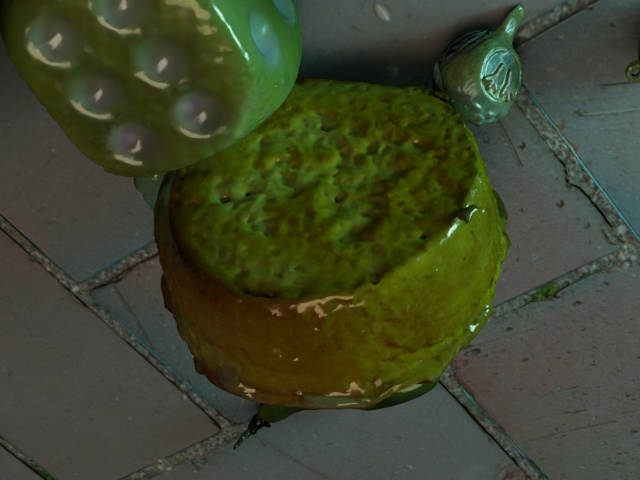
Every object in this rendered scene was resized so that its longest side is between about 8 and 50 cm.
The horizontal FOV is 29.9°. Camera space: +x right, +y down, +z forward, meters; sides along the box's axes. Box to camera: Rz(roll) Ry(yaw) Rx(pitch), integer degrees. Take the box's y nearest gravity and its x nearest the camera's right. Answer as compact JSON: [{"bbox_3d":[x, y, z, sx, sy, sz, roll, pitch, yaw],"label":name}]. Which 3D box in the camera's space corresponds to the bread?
[{"bbox_3d":[0.000,0.000,1.281,0.398,0.398,0.215,-3,138,11],"label":"bread"}]

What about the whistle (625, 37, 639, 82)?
[{"bbox_3d":[0.426,-0.200,1.241,0.223,0.123,0.123,-16,127,2],"label":"whistle"}]

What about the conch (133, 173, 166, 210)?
[{"bbox_3d":[-0.202,-0.099,1.453,0.065,0.088,0.180,-21,130,-32],"label":"conch"}]

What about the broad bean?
[{"bbox_3d":[0.018,0.215,1.677,0.325,0.067,0.075,-16,95,23],"label":"broad bean"}]

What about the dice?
[{"bbox_3d":[-0.166,-0.225,1.223,0.226,0.233,0.238,-20,124,22],"label":"dice"}]

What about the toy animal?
[{"bbox_3d":[0.173,-0.192,1.311,0.098,0.137,0.098,19,172,3],"label":"toy animal"}]
